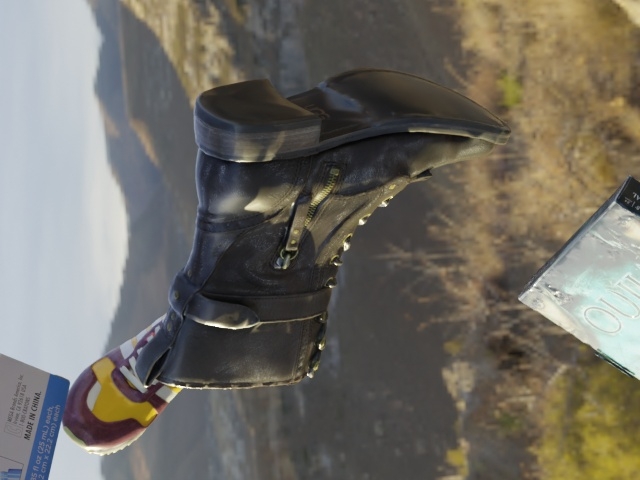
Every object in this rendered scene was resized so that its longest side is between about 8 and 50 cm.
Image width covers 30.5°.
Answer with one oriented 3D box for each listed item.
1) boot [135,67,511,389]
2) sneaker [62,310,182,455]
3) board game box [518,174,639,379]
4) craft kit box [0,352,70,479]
[{"bbox_3d":[0.000,0.000,0.842,0.091,0.263,0.229,-130,42,-50],"label":"boot"},{"bbox_3d":[-0.122,0.088,0.896,0.185,0.069,0.084,-39,-12,-46],"label":"sneaker"},{"bbox_3d":[0.224,0.036,0.818,0.026,0.126,0.186,-54,-5,-25],"label":"board game box"},{"bbox_3d":[-0.285,0.157,0.676,0.061,0.247,0.250,-24,47,40],"label":"craft kit box"}]
